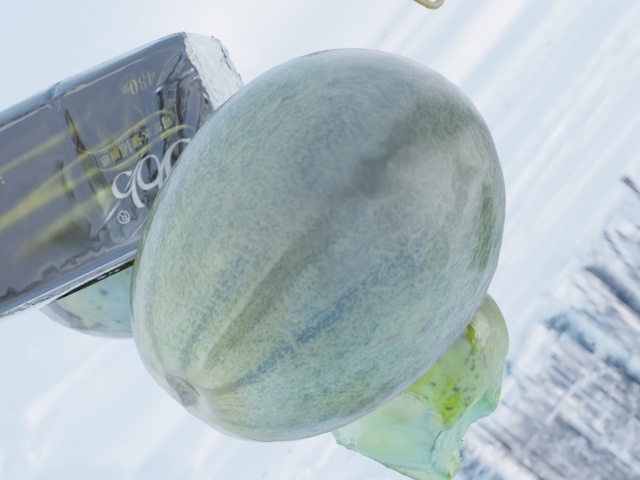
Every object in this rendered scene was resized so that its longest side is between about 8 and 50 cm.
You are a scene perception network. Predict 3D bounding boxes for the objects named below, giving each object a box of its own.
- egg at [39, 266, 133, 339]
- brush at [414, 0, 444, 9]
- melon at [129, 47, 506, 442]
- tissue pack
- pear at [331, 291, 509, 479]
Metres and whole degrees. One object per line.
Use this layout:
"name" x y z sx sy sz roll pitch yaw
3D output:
"egg" -0.220 -0.026 1.631 0.379 0.287 0.287 -21 154 -29
"brush" 0.045 -0.348 1.528 0.013 0.272 0.103 -2 -111 61
"melon" 0.000 0.000 0.937 0.329 0.249 0.248 -51 170 -32
"tissue pack" -0.234 -0.063 1.288 0.370 0.198 0.210 -25 178 11
"pear" 0.150 0.144 1.582 0.286 0.176 0.281 -57 165 -34
